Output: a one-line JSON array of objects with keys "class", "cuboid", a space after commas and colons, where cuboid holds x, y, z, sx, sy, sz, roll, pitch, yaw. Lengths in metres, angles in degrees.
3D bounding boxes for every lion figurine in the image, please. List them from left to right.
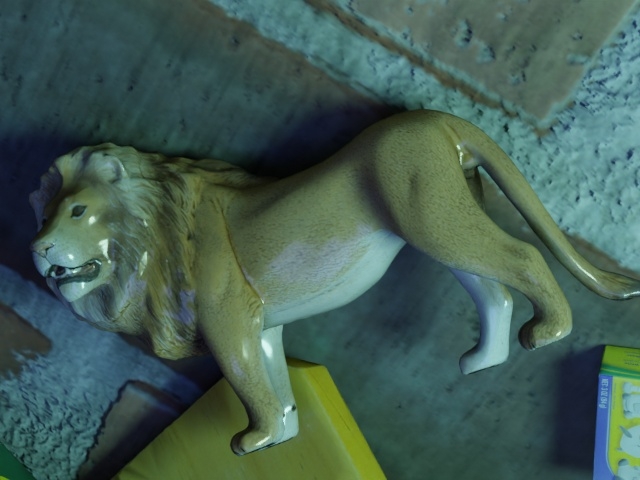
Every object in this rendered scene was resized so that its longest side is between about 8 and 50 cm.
[{"class": "lion figurine", "cuboid": [0.000, 0.000, 1.146, 0.392, 0.142, 0.240, -20, 83, 13]}]

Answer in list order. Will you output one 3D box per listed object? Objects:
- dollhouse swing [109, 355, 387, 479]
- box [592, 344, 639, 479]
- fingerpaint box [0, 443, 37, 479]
[{"class": "dollhouse swing", "cuboid": [0.037, 0.288, 1.345, 0.315, 0.305, 0.347, 12, 136, -40]}, {"class": "box", "cuboid": [0.282, 0.136, 1.178, 0.179, 0.043, 0.105, 5, 121, 14]}, {"class": "fingerpaint box", "cuboid": [-0.278, 0.449, 1.335, 0.371, 0.163, 0.445, 38, 112, 31]}]
